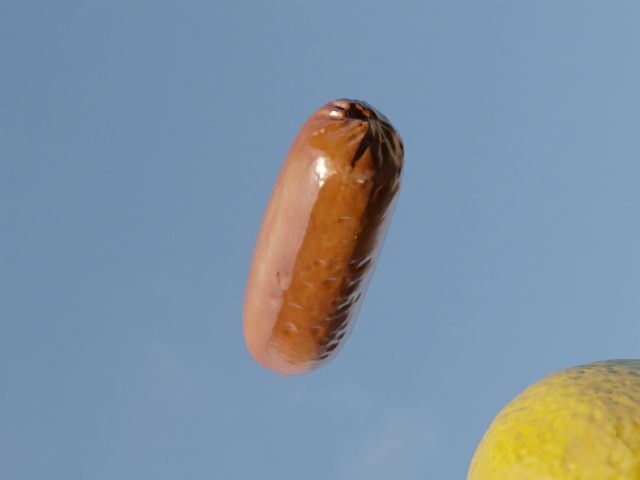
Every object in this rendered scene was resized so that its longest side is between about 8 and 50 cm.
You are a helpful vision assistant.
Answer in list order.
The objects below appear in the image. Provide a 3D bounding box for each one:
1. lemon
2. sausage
[{"bbox_3d":[0.169,0.159,0.883,0.187,0.244,0.186,-4,-65,-8],"label":"lemon"},{"bbox_3d":[0.000,0.000,0.940,0.076,0.076,0.197,-20,-35,-35],"label":"sausage"}]
